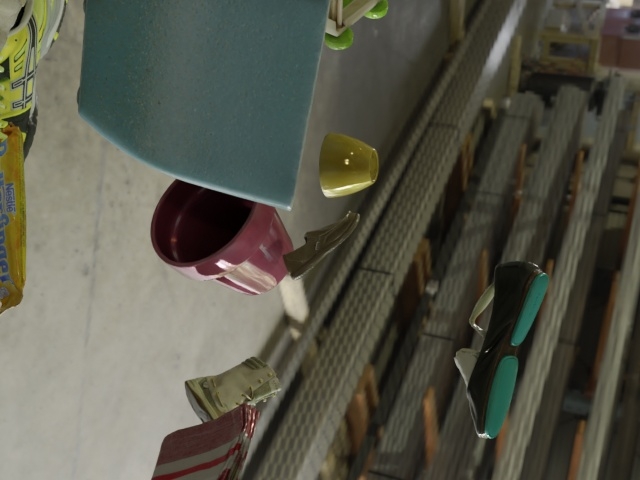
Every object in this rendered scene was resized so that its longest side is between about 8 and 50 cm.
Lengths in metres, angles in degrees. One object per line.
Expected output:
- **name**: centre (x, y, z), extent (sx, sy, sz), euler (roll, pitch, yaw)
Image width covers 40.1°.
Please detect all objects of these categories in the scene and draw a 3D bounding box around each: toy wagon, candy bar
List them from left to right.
- **candy bar**: centre (-0.249, -0.019, 0.703), extent (0.018, 0.040, 0.161), euler (9, 62, -40)
- **toy wagon**: centre (0.092, -0.532, 1.657), extent (0.344, 0.068, 0.267), euler (-46, 156, -29)

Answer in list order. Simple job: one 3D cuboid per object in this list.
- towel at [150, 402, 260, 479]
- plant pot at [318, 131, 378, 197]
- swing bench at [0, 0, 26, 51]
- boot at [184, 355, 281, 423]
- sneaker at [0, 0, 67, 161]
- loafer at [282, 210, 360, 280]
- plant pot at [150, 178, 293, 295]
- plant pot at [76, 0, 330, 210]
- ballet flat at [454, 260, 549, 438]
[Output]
- **towel**: centre (-0.221, 0.416, 1.349), extent (0.037, 0.237, 0.329), euler (42, 40, -24)
- **plant pot**: centre (0.064, -0.151, 1.777), extent (0.134, 0.095, 0.134), euler (3, 90, -71)
- **swing bench**: centre (-0.398, -0.144, 0.657), extent (0.165, 0.255, 0.253), euler (66, 46, -87)
- **boot**: centre (-0.144, 0.308, 1.655), extent (0.165, 0.213, 0.077), euler (-20, 127, -24)
- **sneaker**: centre (-0.503, -0.258, 1.331), extent (0.147, 0.145, 0.384), euler (74, 26, -85)
- **loafer**: centre (0.000, 0.000, 1.377), extent (0.148, 0.050, 0.056), euler (-42, 180, -8)
- **plant pot**: centre (-0.140, -0.006, 1.410), extent (0.180, 0.201, 0.201), euler (47, 54, -48)
- **plant pot**: centre (-0.135, -0.205, 0.999), extent (0.247, 0.253, 0.247), euler (-96, -165, -65)
- **ballet flat**: centre (0.272, 0.164, 1.370), extent (0.095, 0.096, 0.280), euler (22, 87, -53)
